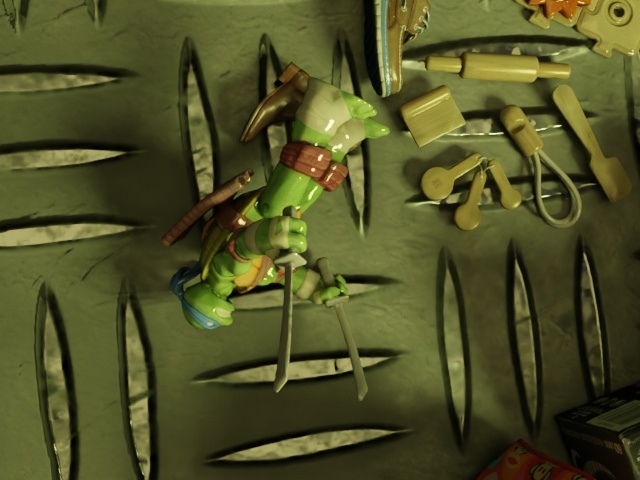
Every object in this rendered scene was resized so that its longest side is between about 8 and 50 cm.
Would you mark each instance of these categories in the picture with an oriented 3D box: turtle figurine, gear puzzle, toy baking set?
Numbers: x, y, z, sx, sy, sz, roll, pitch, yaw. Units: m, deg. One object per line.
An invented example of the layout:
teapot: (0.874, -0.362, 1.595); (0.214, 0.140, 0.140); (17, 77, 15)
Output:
turtle figurine: (0.000, 0.000, 0.940); (0.198, 0.275, 0.266); (28, 89, -43)
gear puzzle: (0.321, -0.301, 1.082); (0.339, 0.044, 0.175); (24, 84, -6)
toy baking set: (0.211, -0.110, 1.067); (0.256, 0.030, 0.196); (-2, 90, -8)

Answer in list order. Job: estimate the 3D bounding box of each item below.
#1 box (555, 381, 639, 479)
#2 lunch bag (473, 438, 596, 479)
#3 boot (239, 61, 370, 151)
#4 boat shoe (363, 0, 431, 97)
box: (0.375, 0.287, 0.993); (0.143, 0.165, 0.270); (-21, 89, -9)
lunch bag: (0.169, 0.324, 0.900); (0.120, 0.293, 0.258); (41, 86, -2)
boot: (-0.014, -0.117, 1.033); (0.114, 0.037, 0.106); (37, 85, -9)
boat shoe: (0.082, -0.243, 1.035); (0.066, 0.066, 0.183); (-2, 87, -9)
